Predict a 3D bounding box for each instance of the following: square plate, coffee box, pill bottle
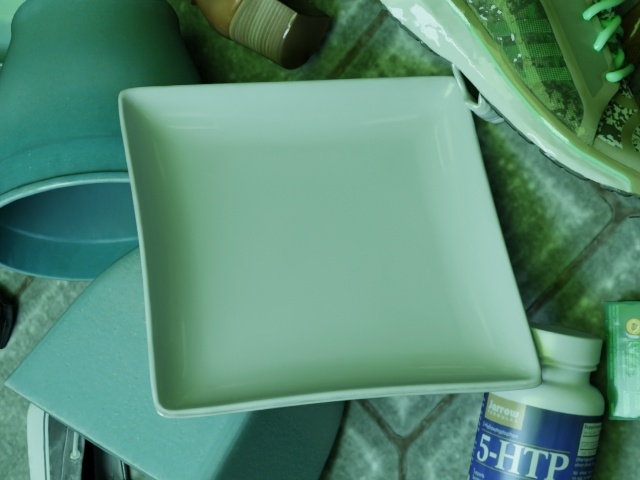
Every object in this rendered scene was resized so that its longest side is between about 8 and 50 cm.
[{"bbox_3d":[0.000,0.000,1.291,0.344,0.049,0.347,-4,59,-12],"label":"square plate"},{"bbox_3d":[0.350,0.107,1.257,0.184,0.040,0.113,-4,87,29],"label":"coffee box"},{"bbox_3d":[0.202,0.174,1.296,0.112,0.112,0.187,12,93,29],"label":"pill bottle"}]

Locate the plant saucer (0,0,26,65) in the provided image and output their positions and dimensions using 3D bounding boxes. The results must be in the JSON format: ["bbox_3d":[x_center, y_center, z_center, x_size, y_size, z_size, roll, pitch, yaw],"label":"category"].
[{"bbox_3d":[-0.342,-0.356,1.624,0.317,0.043,0.318,-1,86,15],"label":"plant saucer"}]

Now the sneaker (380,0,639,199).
[{"bbox_3d":[0.216,-0.190,1.236,0.410,0.158,0.182,41,109,2],"label":"sneaker"}]

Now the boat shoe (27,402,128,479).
[{"bbox_3d":[-0.249,0.304,1.549,0.102,0.108,0.301,-16,73,29],"label":"boat shoe"}]

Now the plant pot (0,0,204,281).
[{"bbox_3d":[-0.230,-0.123,1.475,0.271,0.271,0.255,-17,66,27],"label":"plant pot"}]

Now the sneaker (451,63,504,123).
[{"bbox_3d":[0.151,-0.191,1.369,0.053,0.061,0.152,-21,77,28],"label":"sneaker"}]

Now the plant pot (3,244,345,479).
[{"bbox_3d":[-0.107,0.127,1.398,0.248,0.247,0.252,25,76,27],"label":"plant pot"}]

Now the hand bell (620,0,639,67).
[{"bbox_3d":[0.315,-0.235,1.270,0.126,0.126,0.242,42,118,24],"label":"hand bell"}]

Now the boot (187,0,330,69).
[{"bbox_3d":[-0.045,-0.345,1.472,0.220,0.109,0.283,39,113,29],"label":"boot"}]

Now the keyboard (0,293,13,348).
[{"bbox_3d":[-0.427,0.040,1.702,0.192,0.038,0.100,39,129,24],"label":"keyboard"}]
